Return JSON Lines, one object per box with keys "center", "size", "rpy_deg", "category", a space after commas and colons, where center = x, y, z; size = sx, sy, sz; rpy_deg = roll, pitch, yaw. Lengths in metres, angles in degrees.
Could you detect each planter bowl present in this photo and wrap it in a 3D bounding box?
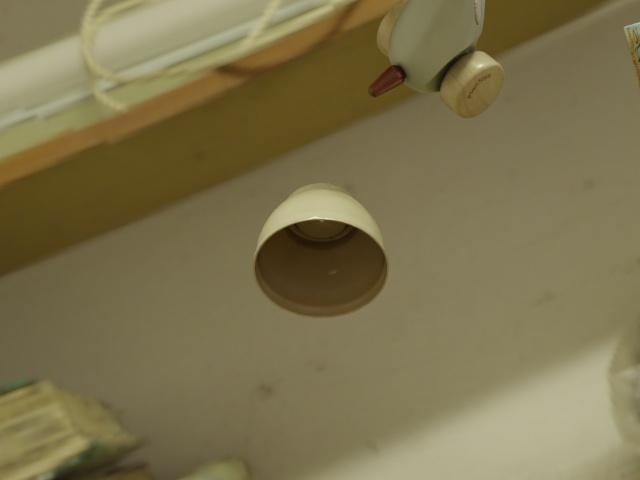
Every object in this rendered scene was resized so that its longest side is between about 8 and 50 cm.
{"center": [0.000, 0.000, 1.887], "size": [0.162, 0.109, 0.162], "rpy_deg": [0, -49, 0], "category": "planter bowl"}

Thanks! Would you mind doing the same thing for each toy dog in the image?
{"center": [0.127, -0.289, 1.851], "size": [0.161, 0.333, 0.220], "rpy_deg": [-30, 36, -33], "category": "toy dog"}

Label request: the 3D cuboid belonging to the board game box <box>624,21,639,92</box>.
{"center": [0.513, -0.241, 2.075], "size": [0.144, 0.142, 0.275], "rpy_deg": [-15, 5, 2], "category": "board game box"}
